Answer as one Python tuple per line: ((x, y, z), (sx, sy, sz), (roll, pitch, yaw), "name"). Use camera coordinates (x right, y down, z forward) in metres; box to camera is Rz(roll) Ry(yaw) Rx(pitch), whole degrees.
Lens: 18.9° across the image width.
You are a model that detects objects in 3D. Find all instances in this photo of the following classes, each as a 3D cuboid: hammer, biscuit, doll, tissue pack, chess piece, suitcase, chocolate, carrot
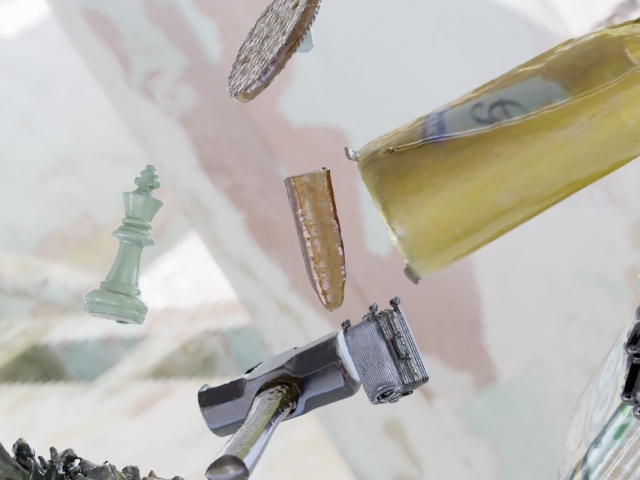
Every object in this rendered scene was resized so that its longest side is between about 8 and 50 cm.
((-0.085, 0.261, 2.696), (0.242, 0.095, 0.409), (-22, -169, 17), "hammer")
((-0.054, -0.248, 2.366), (0.188, 0.027, 0.188), (-48, -158, 26), "biscuit")
((0.365, 0.089, 2.054), (0.067, 0.091, 0.219), (-2, -127, 42), "doll")
((0.408, 0.189, 2.346), (0.311, 0.128, 0.228), (-61, -177, 36), "tissue pack")
((-0.173, 0.002, 1.774), (0.059, 0.059, 0.149), (-3, -109, 65), "chess piece")
((0.085, 0.147, 2.500), (0.059, 0.126, 0.086), (-14, 167, -40), "suitcase")
((0.247, -0.131, 1.964), (0.445, 0.162, 0.162), (-29, -167, 10), "chocolate")
((0.000, 0.000, 1.854), (0.048, 0.139, 0.048), (-11, -170, 2), "carrot")

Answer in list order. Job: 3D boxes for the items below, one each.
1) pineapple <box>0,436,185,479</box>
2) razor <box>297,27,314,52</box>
((-0.194, 0.253, 1.720), (0.169, 0.340, 0.169), (-38, -148, 29), "pineapple")
((-0.048, -0.404, 2.800), (0.056, 0.278, 0.111), (-7, 163, -27), "razor")
